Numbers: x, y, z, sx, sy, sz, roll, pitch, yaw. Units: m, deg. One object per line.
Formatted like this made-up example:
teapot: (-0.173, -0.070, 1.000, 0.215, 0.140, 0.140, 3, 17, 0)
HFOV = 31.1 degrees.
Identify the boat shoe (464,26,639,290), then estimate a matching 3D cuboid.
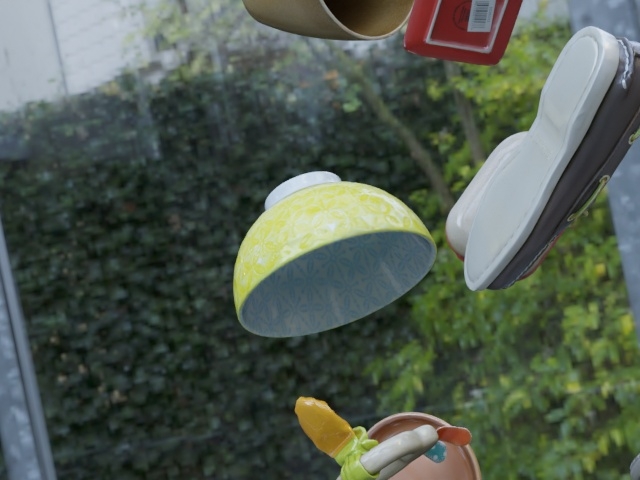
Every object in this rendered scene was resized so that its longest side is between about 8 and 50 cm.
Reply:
boat shoe: (0.254, -0.069, 1.218, 0.096, 0.324, 0.116, 13, 32, -20)

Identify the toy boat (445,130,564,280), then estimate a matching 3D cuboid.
toy boat: (0.294, -0.044, 1.685, 0.231, 0.151, 0.151, -53, -19, -4)

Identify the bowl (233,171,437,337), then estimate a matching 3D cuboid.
bowl: (0.000, 0.000, 1.592, 0.289, 0.156, 0.289, -18, -26, -9)

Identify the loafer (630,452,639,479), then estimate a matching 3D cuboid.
loafer: (0.375, 0.180, 1.043, 0.102, 0.092, 0.268, -37, -15, -30)

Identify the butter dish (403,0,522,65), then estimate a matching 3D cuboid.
butter dish: (0.207, -0.357, 1.707, 0.160, 0.160, 0.118, 7, 33, -13)

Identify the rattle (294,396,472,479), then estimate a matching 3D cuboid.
rattle: (0.081, 0.246, 1.499, 0.199, 0.130, 0.143, -25, 52, -30)

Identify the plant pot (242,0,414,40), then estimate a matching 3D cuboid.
plant pot: (-0.009, -0.428, 1.863, 0.237, 0.237, 0.254, -12, 8, -39)

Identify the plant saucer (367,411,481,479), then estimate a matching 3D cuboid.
plant saucer: (0.135, 0.340, 1.602, 0.200, 0.200, 0.037, -11, -12, 29)
